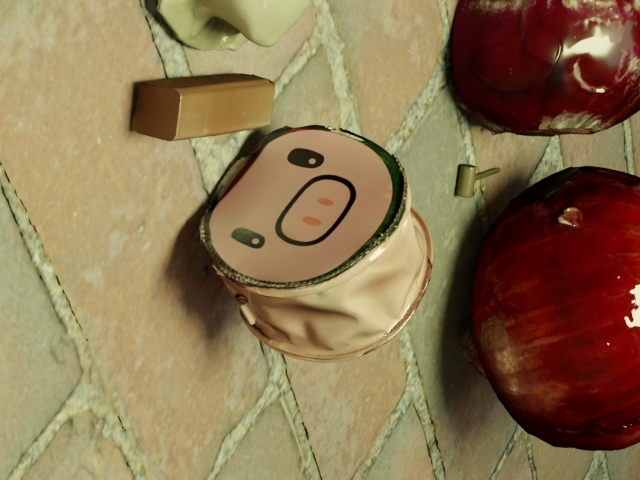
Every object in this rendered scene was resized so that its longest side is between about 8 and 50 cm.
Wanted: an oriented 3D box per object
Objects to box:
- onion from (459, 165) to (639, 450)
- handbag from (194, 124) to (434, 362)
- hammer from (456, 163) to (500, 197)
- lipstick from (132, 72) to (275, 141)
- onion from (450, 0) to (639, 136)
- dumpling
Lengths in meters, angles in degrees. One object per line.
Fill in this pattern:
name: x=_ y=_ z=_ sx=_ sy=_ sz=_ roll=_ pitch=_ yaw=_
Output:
onion: x=0.320 y=0.070 z=1.957 sx=0.341 sy=0.341 sz=0.341 roll=-35 pitch=131 yaw=-51
handbag: x=0.000 y=-0.001 z=1.482 sx=0.205 sy=0.179 sz=0.116 roll=-56 pitch=153 yaw=-31
hammer: x=0.185 y=-0.074 z=1.948 sx=0.110 sy=0.019 sz=0.035 roll=-19 pitch=119 yaw=-60
lipstick: x=-0.093 y=-0.111 z=1.394 sx=0.145 sy=0.045 sz=0.045 roll=-15 pitch=118 yaw=-60
onion: x=0.263 y=-0.215 z=1.837 sx=0.206 sy=0.207 sz=0.216 roll=-2 pitch=99 yaw=-64
dumpling: x=-0.053 y=-0.210 z=1.387 sx=0.150 sy=0.092 sz=0.176 roll=92 pitch=22 yaw=-50
